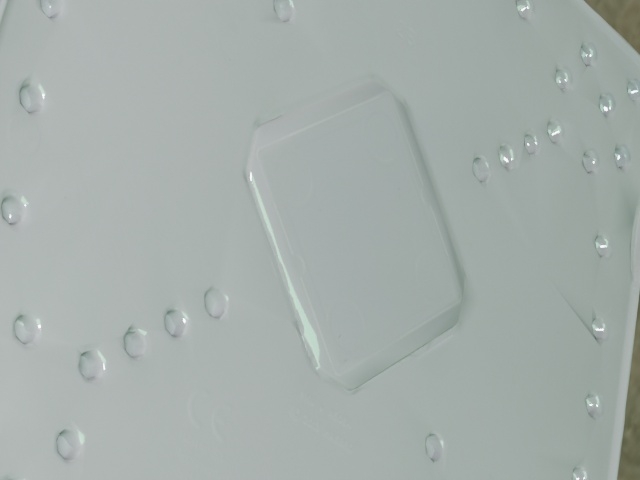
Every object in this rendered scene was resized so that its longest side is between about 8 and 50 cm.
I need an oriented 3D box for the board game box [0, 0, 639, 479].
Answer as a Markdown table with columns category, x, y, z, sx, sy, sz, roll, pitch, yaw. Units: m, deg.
| category | x | y | z | sx | sy | sz | roll | pitch | yaw |
| --- | --- | --- | --- | --- | --- | --- | --- | --- | --- |
| board game box | 0.000 | 0.000 | 0.826 | 0.390 | 0.050 | 0.390 | 36 | 53 | -38 |
